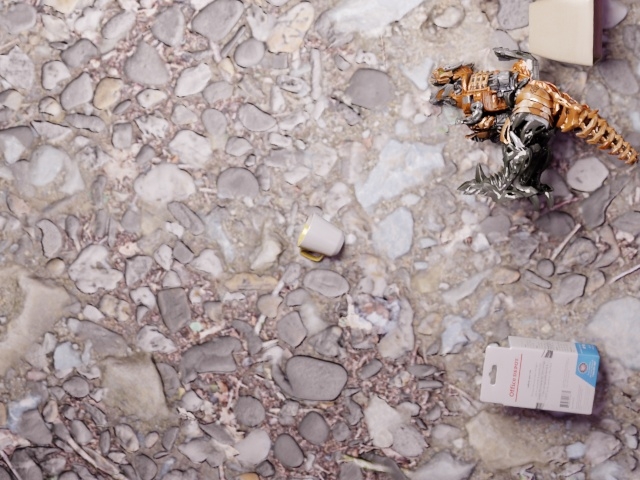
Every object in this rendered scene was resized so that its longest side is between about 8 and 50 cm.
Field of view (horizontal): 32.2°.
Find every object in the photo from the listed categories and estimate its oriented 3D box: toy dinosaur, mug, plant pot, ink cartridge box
[{"bbox_3d":[0.298,-0.165,1.636,0.164,0.322,0.218,3,107,-39],"label":"toy dinosaur"},{"bbox_3d":[0.002,-0.004,1.799,0.064,0.078,0.062,25,74,-8],"label":"mug"},{"bbox_3d":[0.362,-0.316,1.640,0.096,0.109,0.109,2,105,21],"label":"plant pot"},{"bbox_3d":[0.353,0.216,1.801,0.180,0.060,0.104,6,106,6],"label":"ink cartridge box"}]
